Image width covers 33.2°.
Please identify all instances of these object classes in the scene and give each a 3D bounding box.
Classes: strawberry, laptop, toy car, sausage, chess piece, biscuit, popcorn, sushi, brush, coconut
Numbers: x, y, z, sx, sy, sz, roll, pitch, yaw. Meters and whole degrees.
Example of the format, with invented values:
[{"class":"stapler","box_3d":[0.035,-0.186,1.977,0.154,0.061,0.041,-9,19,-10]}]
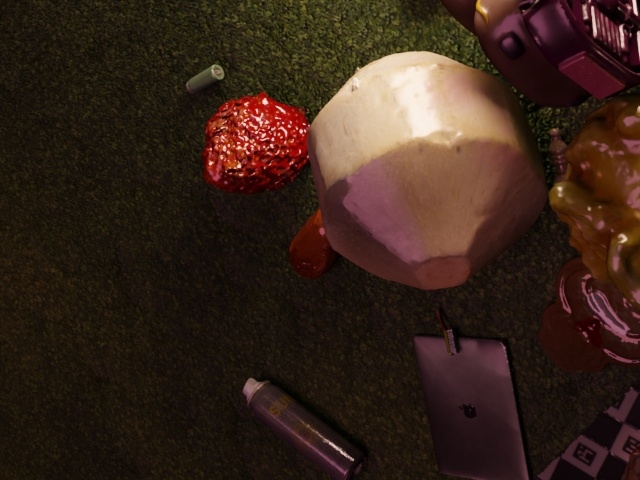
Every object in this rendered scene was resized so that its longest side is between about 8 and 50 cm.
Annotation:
[{"class":"strawberry","box_3d":[-0.120,-0.152,1.839,0.187,0.201,0.184,36,141,6]},{"class":"laptop","box_3d":[0.257,0.289,1.835,0.188,0.015,0.269,-1,108,40]},{"class":"toy car","box_3d":[0.273,-0.312,1.369,0.240,0.271,0.340,-26,49,40]},{"class":"sausage","box_3d":[0.000,0.000,1.877,0.089,0.089,0.179,47,133,14]},{"class":"chess piece","box_3d":[0.352,-0.119,1.574,0.035,0.035,0.092,-5,102,41]},{"class":"biscuit","box_3d":[0.451,0.099,1.578,0.320,0.047,0.183,-15,101,41]},{"class":"popcorn","box_3d":[0.433,-0.030,1.351,0.290,0.321,0.325,-16,79,42]},{"class":"sushi","box_3d":[0.501,0.430,1.648,0.320,0.069,0.339,44,130,13]},{"class":"brush","box_3d":[0.214,0.150,1.800,0.021,0.019,0.083,-23,74,28]},{"class":"coconut","box_3d":[0.153,-0.091,1.570,0.353,0.352,0.352,17,118,34]}]

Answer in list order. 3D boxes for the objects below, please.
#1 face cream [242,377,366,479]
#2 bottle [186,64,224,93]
[{"class":"face cream","box_3d":[-0.039,0.360,2.070,0.283,0.073,0.073,35,127,24]},{"class":"bottle","box_3d":[-0.212,-0.294,1.965,0.083,0.030,0.030,-20,95,44]}]
